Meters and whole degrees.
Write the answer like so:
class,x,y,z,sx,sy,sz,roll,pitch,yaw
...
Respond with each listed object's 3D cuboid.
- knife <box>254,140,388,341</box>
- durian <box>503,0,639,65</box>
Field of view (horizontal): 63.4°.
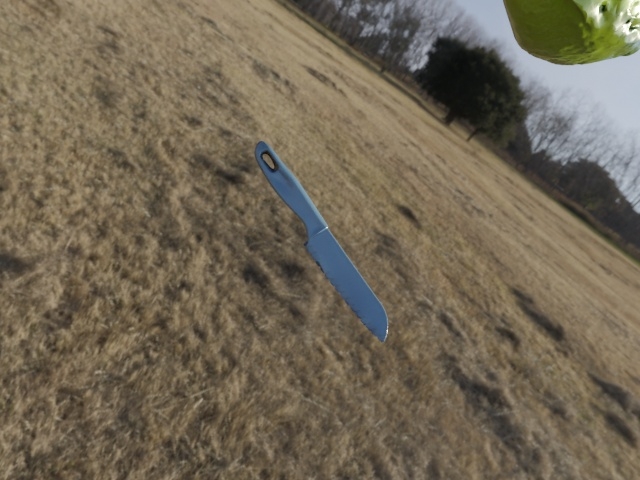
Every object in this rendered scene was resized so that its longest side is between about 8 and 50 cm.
class,x,y,z,sx,sy,sz,roll,pitch,yaw
knife,0.000,0.000,0.686,0.313,0.045,0.019,55,-9,3
durian,0.191,-0.199,0.375,0.250,0.101,0.139,-29,110,-44
